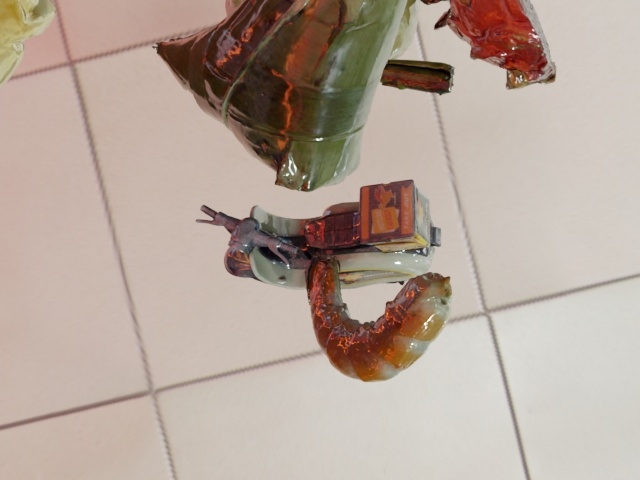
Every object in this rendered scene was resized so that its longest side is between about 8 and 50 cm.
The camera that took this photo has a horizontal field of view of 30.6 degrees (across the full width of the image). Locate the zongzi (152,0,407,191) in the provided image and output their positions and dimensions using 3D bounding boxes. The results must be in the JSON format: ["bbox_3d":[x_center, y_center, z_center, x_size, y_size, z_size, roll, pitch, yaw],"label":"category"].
[{"bbox_3d":[-0.021,-0.112,0.505,0.130,0.062,0.154,42,134,29],"label":"zongzi"}]

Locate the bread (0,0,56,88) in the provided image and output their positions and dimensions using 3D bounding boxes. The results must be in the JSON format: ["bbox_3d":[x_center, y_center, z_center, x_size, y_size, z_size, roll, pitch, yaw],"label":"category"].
[{"bbox_3d":[-0.303,-0.096,0.704,0.121,0.173,0.311,22,66,29],"label":"bread"}]

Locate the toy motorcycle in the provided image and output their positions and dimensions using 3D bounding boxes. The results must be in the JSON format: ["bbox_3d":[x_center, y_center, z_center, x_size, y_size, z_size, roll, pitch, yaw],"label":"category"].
[{"bbox_3d":[0.000,0.000,1.246,0.263,0.157,0.091,-7,70,23],"label":"toy motorcycle"}]

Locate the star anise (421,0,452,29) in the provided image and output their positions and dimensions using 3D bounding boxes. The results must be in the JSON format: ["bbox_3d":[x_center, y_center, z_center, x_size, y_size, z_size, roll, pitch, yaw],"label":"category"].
[{"bbox_3d":[0.206,-0.391,1.683,0.177,0.073,0.234,-40,118,14],"label":"star anise"}]

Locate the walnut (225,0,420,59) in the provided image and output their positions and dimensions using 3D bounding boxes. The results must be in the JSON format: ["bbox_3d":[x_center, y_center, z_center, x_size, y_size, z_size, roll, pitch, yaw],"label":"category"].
[{"bbox_3d":[-0.001,-0.358,1.743,0.282,0.277,0.253,-17,99,19],"label":"walnut"}]

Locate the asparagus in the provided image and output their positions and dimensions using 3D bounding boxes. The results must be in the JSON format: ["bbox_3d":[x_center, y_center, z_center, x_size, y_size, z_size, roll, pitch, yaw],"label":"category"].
[{"bbox_3d":[-0.011,-0.133,0.877,0.232,0.022,0.023,10,118,21],"label":"asparagus"}]

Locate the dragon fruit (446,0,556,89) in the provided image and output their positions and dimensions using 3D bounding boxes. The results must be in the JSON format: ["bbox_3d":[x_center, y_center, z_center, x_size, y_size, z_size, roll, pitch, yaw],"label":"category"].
[{"bbox_3d":[0.170,-0.192,1.103,0.083,0.162,0.106,-24,75,12],"label":"dragon fruit"}]

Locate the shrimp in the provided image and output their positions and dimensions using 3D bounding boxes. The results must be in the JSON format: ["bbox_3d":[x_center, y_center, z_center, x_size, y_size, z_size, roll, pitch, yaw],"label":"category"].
[{"bbox_3d":[0.053,0.052,1.136,0.161,0.049,0.166,-49,49,25],"label":"shrimp"}]
